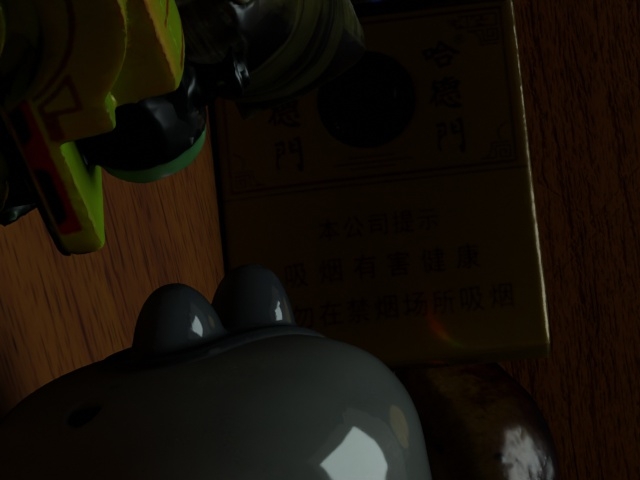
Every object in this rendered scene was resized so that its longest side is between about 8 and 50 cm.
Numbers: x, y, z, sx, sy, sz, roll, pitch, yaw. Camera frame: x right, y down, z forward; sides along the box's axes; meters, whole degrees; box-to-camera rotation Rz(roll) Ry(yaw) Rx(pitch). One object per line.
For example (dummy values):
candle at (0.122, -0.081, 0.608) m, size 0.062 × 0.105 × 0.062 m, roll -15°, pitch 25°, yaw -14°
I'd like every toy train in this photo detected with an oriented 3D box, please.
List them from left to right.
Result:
toy train at (-0.123, -0.115, 0.663) m, size 0.296 × 0.160 × 0.100 m, roll 75°, pitch 6°, yaw -48°

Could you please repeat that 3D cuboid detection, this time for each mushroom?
mushroom at (0.111, 0.249, 2.030) m, size 0.345 × 0.260 × 0.345 m, roll 173°, pitch -90°, yaw -70°

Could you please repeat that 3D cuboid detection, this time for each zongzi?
zongzi at (-0.091, -0.238, 1.216) m, size 0.286 × 0.134 × 0.288 m, roll 8°, pitch 61°, yaw -78°

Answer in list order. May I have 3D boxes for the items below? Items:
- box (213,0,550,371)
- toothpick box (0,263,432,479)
box at (0.044, -0.098, 1.514) m, size 0.116 × 0.264 × 0.415 m, roll 43°, pitch 42°, yaw -78°
toothpick box at (-0.034, 0.172, 0.817) m, size 0.229 × 0.229 × 0.316 m, roll -42°, pitch 123°, yaw -81°
